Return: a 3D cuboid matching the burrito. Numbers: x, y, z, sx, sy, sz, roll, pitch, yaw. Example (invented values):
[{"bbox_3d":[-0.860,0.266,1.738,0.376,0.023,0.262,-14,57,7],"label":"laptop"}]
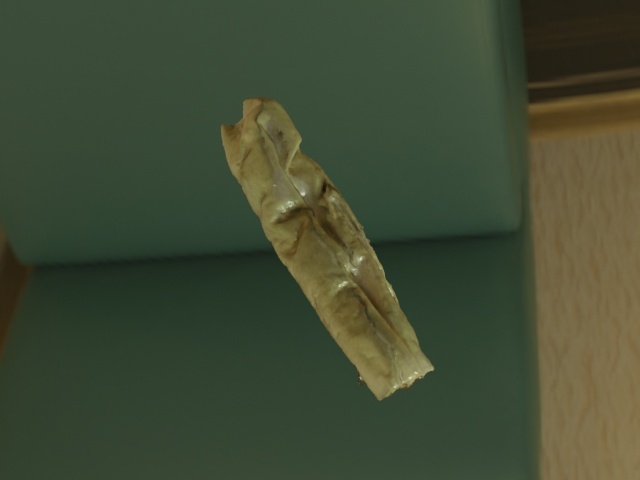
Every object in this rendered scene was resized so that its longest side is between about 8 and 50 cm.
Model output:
[{"bbox_3d":[0.000,0.000,0.677,0.045,0.185,0.041,-31,156,-3],"label":"burrito"}]
